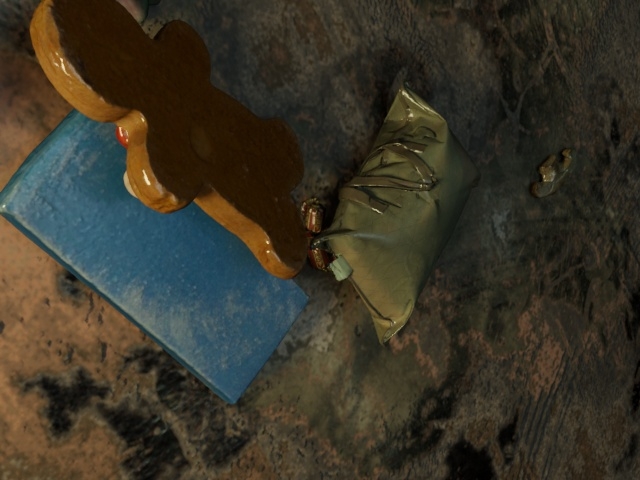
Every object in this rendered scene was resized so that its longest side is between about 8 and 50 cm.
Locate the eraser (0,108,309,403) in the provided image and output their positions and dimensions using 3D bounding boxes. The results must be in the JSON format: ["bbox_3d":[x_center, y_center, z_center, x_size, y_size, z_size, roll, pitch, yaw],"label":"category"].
[{"bbox_3d":[-0.147,0.014,0.796,0.312,0.043,0.144,47,69,-32],"label":"eraser"}]

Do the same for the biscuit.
[{"bbox_3d":[-0.124,-0.103,0.749,0.324,0.049,0.205,36,42,-44],"label":"biscuit"}]

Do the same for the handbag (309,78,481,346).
[{"bbox_3d":[0.088,-0.039,0.920,0.182,0.117,0.270,52,54,-29],"label":"handbag"}]

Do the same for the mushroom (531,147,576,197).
[{"bbox_3d":[0.325,-0.093,1.159,0.101,0.019,0.049,-45,120,-25],"label":"mushroom"}]

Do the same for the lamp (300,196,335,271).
[{"bbox_3d":[0.000,0.000,0.917,0.083,0.031,0.063,43,72,-37],"label":"lamp"}]

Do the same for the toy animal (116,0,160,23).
[{"bbox_3d":[-0.185,-0.298,0.684,0.127,0.125,0.251,-32,124,1],"label":"toy animal"}]
